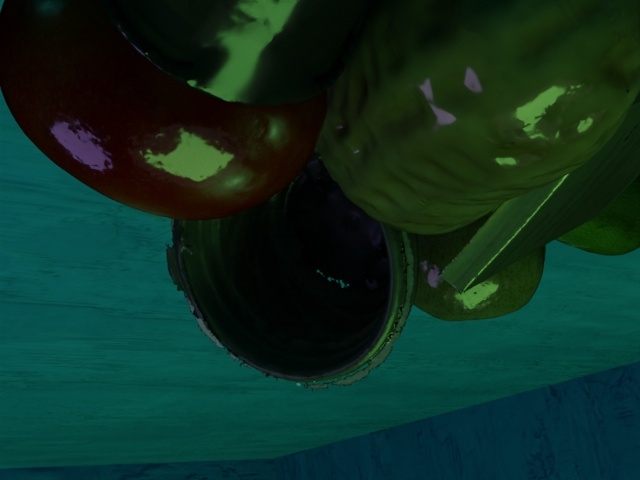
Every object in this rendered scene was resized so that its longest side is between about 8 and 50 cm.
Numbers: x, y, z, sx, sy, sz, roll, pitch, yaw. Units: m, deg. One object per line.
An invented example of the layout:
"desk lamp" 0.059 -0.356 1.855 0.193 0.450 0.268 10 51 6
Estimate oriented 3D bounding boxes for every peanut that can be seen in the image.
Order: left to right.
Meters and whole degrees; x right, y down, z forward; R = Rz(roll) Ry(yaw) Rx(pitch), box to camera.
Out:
"peanut" 0.093 -0.105 0.977 0.192 0.169 0.387 -42 -178 -20

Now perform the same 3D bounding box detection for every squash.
"squash" 0.238 -0.048 1.404 0.107 0.107 0.395 -17 162 29

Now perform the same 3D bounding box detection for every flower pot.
"flower pot" -0.029 -0.160 0.742 0.157 0.157 0.107 0 150 -32
"flower pot" 0.000 0.000 1.284 0.235 0.235 0.140 -18 -176 31

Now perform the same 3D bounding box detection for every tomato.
"tomato" -0.093 -0.092 0.844 0.195 0.195 0.136 12 118 -54

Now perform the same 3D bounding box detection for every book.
"book" 0.224 -0.065 1.156 0.215 0.025 0.283 -51 164 30

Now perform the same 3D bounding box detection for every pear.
"pear" 0.149 0.008 1.487 0.167 0.136 0.167 1 -173 0
